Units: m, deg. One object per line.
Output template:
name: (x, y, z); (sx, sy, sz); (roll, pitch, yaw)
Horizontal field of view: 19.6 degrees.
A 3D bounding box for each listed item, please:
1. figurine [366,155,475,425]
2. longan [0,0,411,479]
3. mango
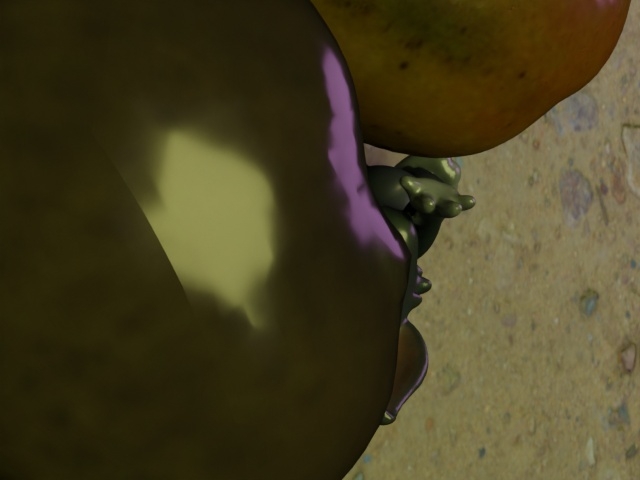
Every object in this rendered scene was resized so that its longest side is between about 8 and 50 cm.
figurine: (0.000, 0.003, 1.158); (0.265, 0.193, 0.140); (-37, 144, -71)
longan: (-0.105, -0.003, 0.933); (0.288, 0.288, 0.350); (-31, 102, -42)
mango: (0.003, -0.229, 1.090); (0.445, 0.232, 0.300); (37, 50, -29)
